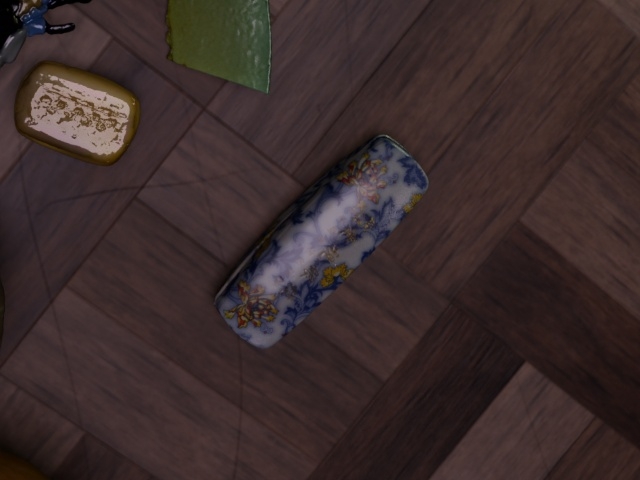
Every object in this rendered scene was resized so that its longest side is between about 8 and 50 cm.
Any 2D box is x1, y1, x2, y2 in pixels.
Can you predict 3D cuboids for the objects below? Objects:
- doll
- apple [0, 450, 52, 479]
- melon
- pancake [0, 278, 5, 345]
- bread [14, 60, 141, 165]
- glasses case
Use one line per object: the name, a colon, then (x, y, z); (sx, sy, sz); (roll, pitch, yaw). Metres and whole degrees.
doll: (-0.302, -0.195, 1.186); (0.195, 0.070, 0.096); (-35, 93, -9)
apple: (-0.336, 0.319, 1.196); (0.286, 0.286, 0.233); (-22, 90, -6)
melon: (-0.110, -0.261, 1.233); (0.114, 0.053, 0.261); (-11, 102, 10)
pancake: (-0.425, 0.071, 1.143); (0.288, 0.033, 0.286); (30, 100, -22)
bread: (-0.228, -0.119, 1.226); (0.115, 0.056, 0.082); (16, 96, -10)
glasses case: (0.000, 0.000, 1.298); (0.087, 0.065, 0.248); (43, 93, -16)
